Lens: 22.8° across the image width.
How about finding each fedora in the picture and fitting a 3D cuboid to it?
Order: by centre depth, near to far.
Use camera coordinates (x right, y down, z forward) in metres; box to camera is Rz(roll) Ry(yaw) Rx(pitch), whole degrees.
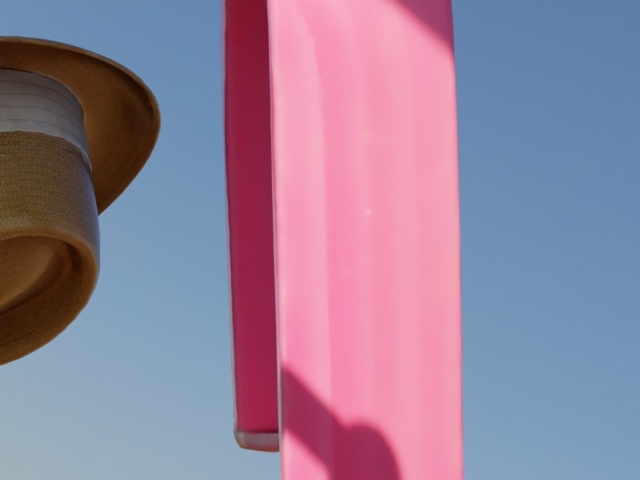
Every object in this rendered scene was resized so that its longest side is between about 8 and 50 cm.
[{"bbox_3d":[-0.145,0.001,0.622,0.194,0.194,0.079,90,-19,-63],"label":"fedora"}]

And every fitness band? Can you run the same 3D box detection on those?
[{"bbox_3d":[0.000,0.000,0.461,0.054,0.290,0.209,-3,4,-4],"label":"fitness band"}]
